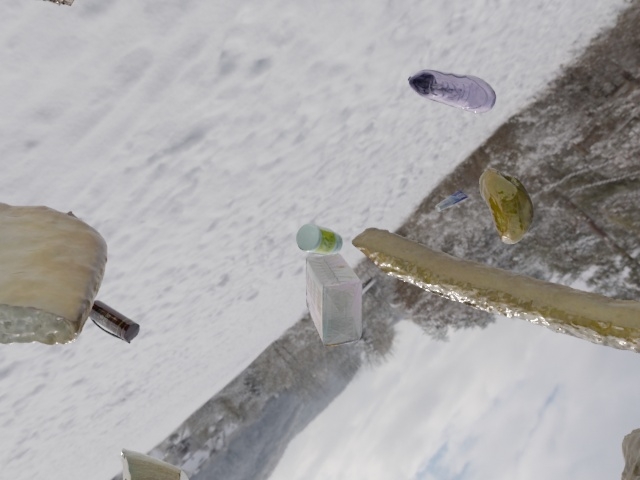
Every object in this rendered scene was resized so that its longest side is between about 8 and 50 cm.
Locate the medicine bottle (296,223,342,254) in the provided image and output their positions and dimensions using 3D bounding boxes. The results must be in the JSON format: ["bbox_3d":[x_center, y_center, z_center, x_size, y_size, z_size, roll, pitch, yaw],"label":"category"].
[{"bbox_3d":[0.000,0.000,0.787,0.047,0.047,0.083,-49,151,17],"label":"medicine bottle"}]

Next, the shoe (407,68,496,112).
[{"bbox_3d":[0.360,-0.418,1.320,0.138,0.245,0.095,-27,137,-51],"label":"shoe"}]

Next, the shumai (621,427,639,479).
[{"bbox_3d":[0.596,0.471,0.803,0.263,0.266,0.314,-14,-177,-17],"label":"shumai"}]

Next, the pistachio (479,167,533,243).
[{"bbox_3d":[0.442,-0.085,1.107,0.100,0.189,0.110,-20,-175,2],"label":"pistachio"}]

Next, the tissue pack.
[{"bbox_3d":[0.035,0.161,1.359,0.124,0.184,0.225,-6,-160,-12],"label":"tissue pack"}]

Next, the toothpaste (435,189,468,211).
[{"bbox_3d":[0.269,-0.081,0.974,0.083,0.024,0.015,-29,155,-27],"label":"toothpaste"}]

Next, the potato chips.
[{"bbox_3d":[0.228,0.059,0.591,0.057,0.407,0.080,-53,144,-31],"label":"potato chips"}]

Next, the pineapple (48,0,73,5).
[{"bbox_3d":[-0.255,-0.317,0.481,0.103,0.221,0.083,-2,149,-6],"label":"pineapple"}]

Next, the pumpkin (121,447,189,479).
[{"bbox_3d":[-0.225,0.402,0.682,0.110,0.217,0.217,-2,150,-22],"label":"pumpkin"}]

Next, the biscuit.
[{"bbox_3d":[-0.617,0.039,0.850,0.446,0.430,0.103,-120,-143,-62],"label":"biscuit"}]

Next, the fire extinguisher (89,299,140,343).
[{"bbox_3d":[-0.460,0.168,1.030,0.043,0.158,0.064,-10,119,-60],"label":"fire extinguisher"}]
